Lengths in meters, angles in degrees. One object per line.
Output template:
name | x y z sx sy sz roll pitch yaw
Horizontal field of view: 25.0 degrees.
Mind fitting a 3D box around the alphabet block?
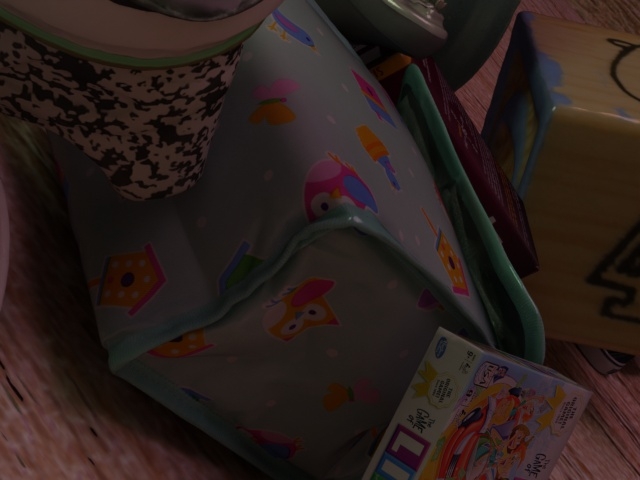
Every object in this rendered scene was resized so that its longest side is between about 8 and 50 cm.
alphabet block | 0.229 -0.040 1.108 0.197 0.193 0.192 11 31 -7

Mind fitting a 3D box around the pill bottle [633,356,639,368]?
pill bottle | 0.281 0.009 1.338 0.119 0.119 0.208 11 43 -59

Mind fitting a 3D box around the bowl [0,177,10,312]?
bowl | -0.138 0.005 0.398 0.170 0.080 0.170 7 90 -78

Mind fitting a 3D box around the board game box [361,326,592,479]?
board game box | 0.053 0.120 0.633 0.026 0.154 0.103 29 5 38

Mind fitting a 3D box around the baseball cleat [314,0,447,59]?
baseball cleat | -0.016 -0.131 0.846 0.206 0.109 0.072 38 11 39

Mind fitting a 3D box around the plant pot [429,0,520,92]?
plant pot | 0.005 -0.257 1.054 0.196 0.293 0.293 5 42 -25

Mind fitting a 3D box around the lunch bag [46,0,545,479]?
lunch bag | 0.000 0.000 0.722 0.262 0.160 0.223 39 23 -47

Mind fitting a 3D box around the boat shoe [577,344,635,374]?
boat shoe | 0.227 0.021 1.254 0.183 0.083 0.065 52 20 6

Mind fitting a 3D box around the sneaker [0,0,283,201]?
sneaker | -0.194 -0.136 0.580 0.410 0.182 0.158 31 48 17

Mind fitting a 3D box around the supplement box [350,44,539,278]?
supplement box | 0.050 -0.045 0.922 0.188 0.104 0.081 53 18 -30
